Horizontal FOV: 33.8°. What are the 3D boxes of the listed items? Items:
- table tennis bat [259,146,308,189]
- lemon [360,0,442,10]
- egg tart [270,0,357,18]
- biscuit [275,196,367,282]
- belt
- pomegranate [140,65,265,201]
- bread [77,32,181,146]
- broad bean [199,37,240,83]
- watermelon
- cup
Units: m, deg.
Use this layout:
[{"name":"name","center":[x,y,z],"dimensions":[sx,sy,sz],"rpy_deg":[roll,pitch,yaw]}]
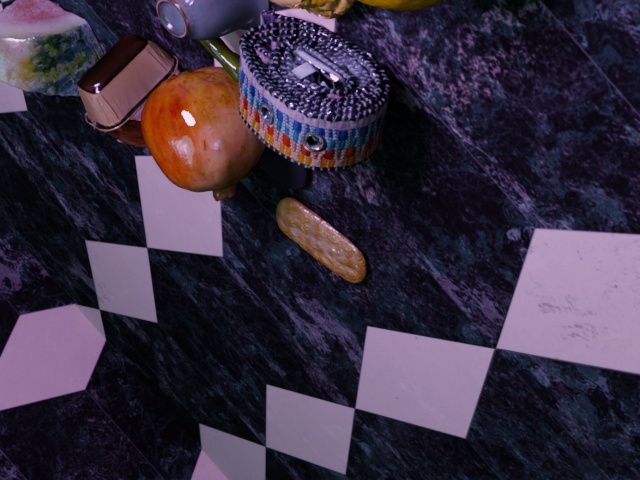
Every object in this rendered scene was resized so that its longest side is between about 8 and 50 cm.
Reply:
[{"name":"table tennis bat","center":[-0.083,-0.192,2.100],"dimensions":[0.150,0.027,0.236],"rpy_deg":[34,149,25]},{"name":"lemon","center":[0.116,-0.414,1.369],"dimensions":[0.254,0.228,0.228],"rpy_deg":[-4,122,48]},{"name":"egg tart","center":[-0.057,-0.464,1.657],"dimensions":[0.297,0.132,0.297],"rpy_deg":[40,154,24]},{"name":"biscuit","center":[0.000,0.000,2.211],"dimensions":[0.247,0.029,0.118],"rpy_deg":[37,148,19]},{"name":"belt","center":[-0.025,-0.242,1.782],"dimensions":[0.295,0.207,0.160],"rpy_deg":[33,145,21]},{"name":"pomegranate","center":[-0.220,-0.200,2.047],"dimensions":[0.252,0.229,0.270],"rpy_deg":[13,123,56]},{"name":"bread","center":[-0.377,-0.298,2.175],"dimensions":[0.142,0.224,0.212],"rpy_deg":[28,160,43]},{"name":"broad bean","center":[-0.135,-0.309,1.958],"dimensions":[0.297,0.060,0.043],"rpy_deg":[39,116,-7]},{"name":"watermelon","center":[-0.634,-0.431,2.409],"dimensions":[0.310,0.231,0.193],"rpy_deg":[2,144,-9]},{"name":"cup","center":[-0.210,-0.429,1.865],"dimensions":[0.199,0.150,0.199],"rpy_deg":[33,147,25]}]
